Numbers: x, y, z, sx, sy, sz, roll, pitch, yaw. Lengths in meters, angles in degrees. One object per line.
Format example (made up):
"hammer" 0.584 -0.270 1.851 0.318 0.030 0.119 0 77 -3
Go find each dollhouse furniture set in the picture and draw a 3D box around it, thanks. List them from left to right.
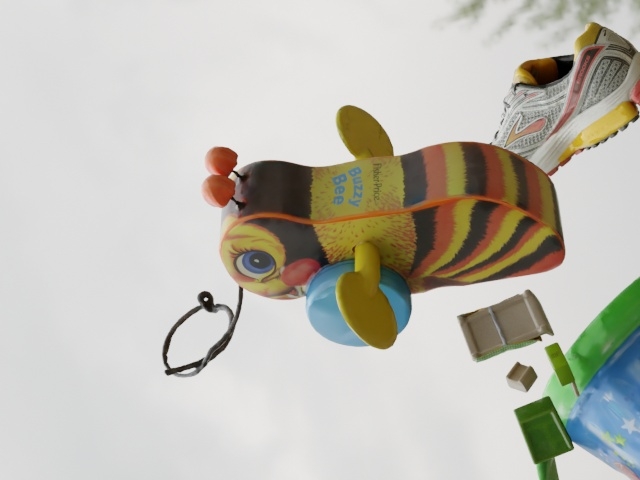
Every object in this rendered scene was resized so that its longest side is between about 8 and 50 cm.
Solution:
"dollhouse furniture set" 0.179 0.117 1.251 0.151 0.076 0.058 -107 -8 -51

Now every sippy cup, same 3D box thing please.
"sippy cup" 0.360 0.158 1.313 0.240 0.305 0.224 -17 -126 -42

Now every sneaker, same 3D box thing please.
"sneaker" 0.193 -0.113 1.249 0.093 0.225 0.088 46 -137 -7

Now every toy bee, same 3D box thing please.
"toy bee" 0.000 0.000 0.933 0.162 0.298 0.195 55 -176 -42
